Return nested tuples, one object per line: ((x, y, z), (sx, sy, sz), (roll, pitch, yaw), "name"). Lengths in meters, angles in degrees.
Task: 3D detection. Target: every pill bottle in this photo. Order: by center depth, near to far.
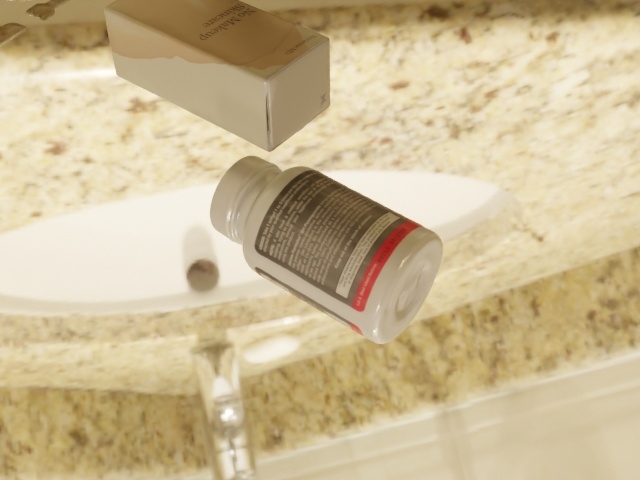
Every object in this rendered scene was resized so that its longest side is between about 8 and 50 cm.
((0.000, 0.000, 1.275), (0.176, 0.318, 0.176), (-45, 152, -32), "pill bottle")

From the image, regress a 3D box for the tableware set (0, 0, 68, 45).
((-0.303, -0.228, 0.769), (0.128, 0.194, 0.039), (23, 124, -1), "tableware set")

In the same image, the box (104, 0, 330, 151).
((-0.147, -0.262, 1.272), (0.148, 0.311, 0.121), (-43, 148, -35), "box")
